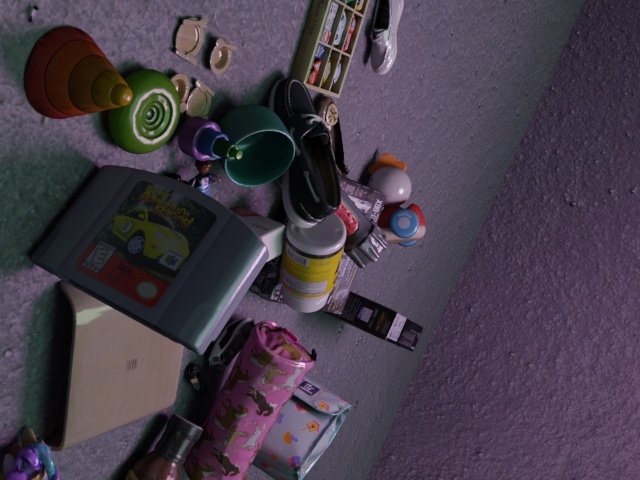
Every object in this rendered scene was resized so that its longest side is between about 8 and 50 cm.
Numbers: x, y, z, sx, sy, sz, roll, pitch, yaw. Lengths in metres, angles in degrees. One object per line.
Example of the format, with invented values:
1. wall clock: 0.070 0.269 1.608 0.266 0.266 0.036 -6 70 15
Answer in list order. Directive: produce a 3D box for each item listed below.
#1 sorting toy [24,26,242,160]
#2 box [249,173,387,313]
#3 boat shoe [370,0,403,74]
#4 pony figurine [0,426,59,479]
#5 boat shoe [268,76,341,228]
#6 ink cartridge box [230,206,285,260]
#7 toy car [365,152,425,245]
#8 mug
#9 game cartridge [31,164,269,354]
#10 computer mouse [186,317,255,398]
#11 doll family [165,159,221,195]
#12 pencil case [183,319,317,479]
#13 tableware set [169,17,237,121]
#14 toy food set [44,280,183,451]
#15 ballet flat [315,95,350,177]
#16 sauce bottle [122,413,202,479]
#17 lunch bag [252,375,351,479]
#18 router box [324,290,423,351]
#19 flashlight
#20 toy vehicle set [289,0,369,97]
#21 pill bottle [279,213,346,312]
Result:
1. sorting toy: -0.227 -0.173 1.034 0.366 0.126 0.127 21 92 -60
2. box: 0.000 0.000 1.658 0.243 0.077 0.307 15 97 -46
3. boat shoe: 0.140 -0.466 1.653 0.063 0.066 0.184 -9 120 -51
4. pony figurine: -0.441 0.486 1.031 0.351 0.303 0.363 -68 153 -81
5. boat shoe: -0.019 -0.175 1.360 0.114 0.091 0.302 4 69 -45
6. ink cartridge box: -0.168 0.008 1.361 0.198 0.115 0.067 -28 135 -54
7. toy car: 0.160 -0.107 1.928 0.219 0.211 0.237 40 45 -79
8. mug: -0.129 -0.177 1.281 0.129 0.097 0.158 -39 142 14
9. game cartridge: -0.229 0.009 1.013 0.196 0.294 0.060 -57 158 -24
10. computer mouse: -0.212 0.238 1.571 0.193 0.042 0.106 -50 147 -22
11. doll family: -0.239 -0.069 1.206 0.193 0.076 0.111 -43 143 -52
12. pencil case: -0.157 0.367 1.592 0.167 0.160 0.386 20 105 -34
13. tableware set: -0.196 -0.266 1.176 0.141 0.020 0.168 4 107 -65
14. toy food set: -0.339 0.184 1.219 0.220 0.092 0.306 -13 122 -48
15. ballet flat: 0.029 -0.216 1.645 0.084 0.058 0.249 -51 152 -29
16. sauce bottle: -0.347 0.507 1.442 0.344 0.111 0.111 -61 156 -16
17. lunch bag: -0.074 0.434 1.802 0.262 0.223 0.160 -46 157 -39
18. router box: 0.124 0.202 1.989 0.081 0.243 0.309 -65 156 -4
19. flashlight: 0.016 -0.068 1.510 0.304 0.103 0.103 50 19 -25
20. toy vehicle set: 0.028 -0.429 1.480 0.166 0.035 0.266 -6 116 -63
21. pill bottle: -0.020 0.044 1.484 0.119 0.119 0.208 -47 159 -38
